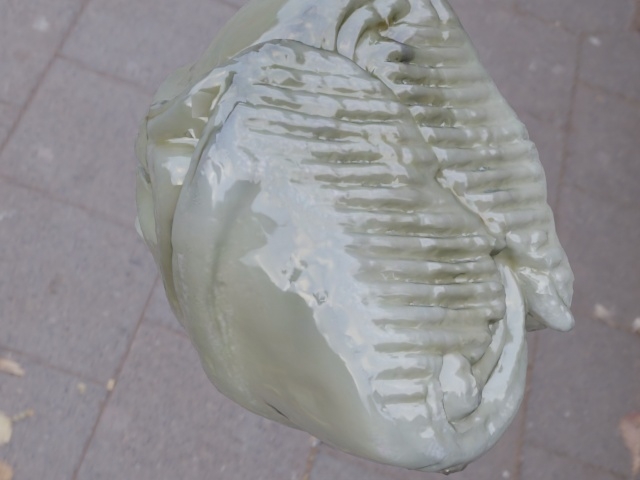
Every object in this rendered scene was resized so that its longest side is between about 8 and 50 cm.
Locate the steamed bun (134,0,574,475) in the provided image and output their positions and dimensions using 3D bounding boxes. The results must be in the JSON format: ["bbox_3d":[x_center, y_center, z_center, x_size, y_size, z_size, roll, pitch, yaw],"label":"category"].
[{"bbox_3d":[0.005,-0.005,0.993,0.324,0.219,0.310,56,44,-12],"label":"steamed bun"}]
